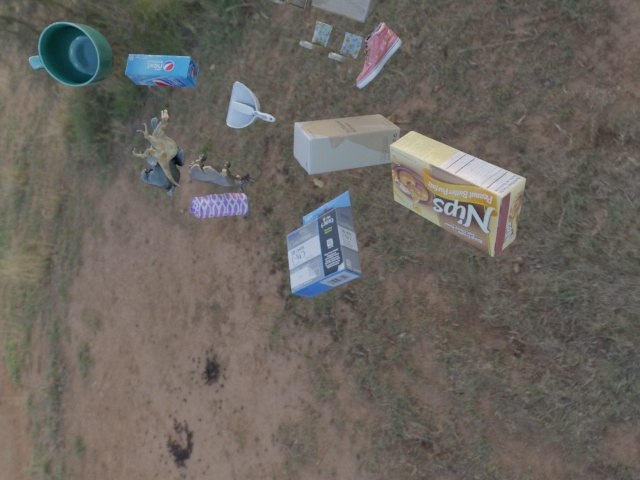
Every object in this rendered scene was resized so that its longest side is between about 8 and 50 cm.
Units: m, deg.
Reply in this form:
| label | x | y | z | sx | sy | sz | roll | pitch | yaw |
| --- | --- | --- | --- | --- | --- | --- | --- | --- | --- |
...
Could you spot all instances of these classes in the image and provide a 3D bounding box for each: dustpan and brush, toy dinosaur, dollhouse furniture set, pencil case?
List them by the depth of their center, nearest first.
| label | x | y | z | sx | sy | sz | roll | pitch | yaw |
| --- | --- | --- | --- | --- | --- | --- | --- | --- | --- |
| toy dinosaur | -0.370 | -0.200 | 0.990 | 0.053 | 0.093 | 0.183 | -86 | -1 | -61 |
| dollhouse furniture set | -0.016 | -0.800 | 1.372 | 0.394 | 0.257 | 0.362 | 33 | 120 | 28 |
| dustpan and brush | -0.228 | -0.426 | 1.432 | 0.211 | 0.060 | 0.147 | 23 | 110 | 17 |
| pencil case | -0.368 | -0.130 | 1.610 | 0.088 | 0.206 | 0.086 | 6 | 101 | 59 |

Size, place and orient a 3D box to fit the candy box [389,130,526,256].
| label | x | y | z | sx | sy | sz | roll | pitch | yaw |
| --- | --- | --- | --- | --- | --- | --- | --- | --- | --- |
| candy box | 0.310 | -0.117 | 1.035 | 0.088 | 0.182 | 0.316 | -37 | 49 | -20 |

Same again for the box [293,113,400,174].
| label | x | y | z | sx | sy | sz | roll | pitch | yaw |
| --- | --- | --- | --- | --- | --- | --- | --- | --- | --- |
| box | 0.082 | -0.313 | 1.402 | 0.148 | 0.311 | 0.121 | -126 | 32 | -46 |

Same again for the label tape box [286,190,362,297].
| label | x | y | z | sx | sy | sz | roll | pitch | yaw |
| --- | --- | --- | --- | --- | --- | --- | --- | --- | --- |
| label tape box | 0.000 | 0.000 | 1.507 | 0.241 | 0.106 | 0.333 | -28 | 56 | 34 |

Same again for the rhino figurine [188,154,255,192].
| label | x | y | z | sx | sy | sz | roll | pitch | yaw |
| --- | --- | --- | --- | --- | --- | --- | --- | --- | --- |
| rhino figurine | -0.351 | -0.230 | 1.557 | 0.106 | 0.244 | 0.073 | -92 | 20 | -48 |

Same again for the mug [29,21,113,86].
| label | x | y | z | sx | sy | sz | roll | pitch | yaw |
| --- | --- | --- | --- | --- | --- | --- | --- | --- | --- |
| mug | -0.548 | -0.419 | 0.973 | 0.097 | 0.158 | 0.129 | -84 | 17 | -67 |

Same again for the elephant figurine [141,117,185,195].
| label | x | y | z | sx | sy | sz | roll | pitch | yaw |
| --- | --- | --- | --- | --- | --- | --- | --- | --- | --- |
| elephant figurine | -0.630 | -0.337 | 1.741 | 0.186 | 0.169 | 0.239 | 18 | 120 | 2 |

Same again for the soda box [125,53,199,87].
| label | x | y | z | sx | sy | sz | roll | pitch | yaw |
| --- | --- | --- | --- | --- | --- | --- | --- | --- | --- |
| soda box | -0.499 | -0.535 | 1.377 | 0.210 | 0.067 | 0.071 | 6 | 81 | 10 |

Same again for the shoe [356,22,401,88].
| label | x | y | z | sx | sy | sz | roll | pitch | yaw |
| --- | --- | --- | --- | --- | --- | --- | --- | --- | --- |
| shoe | 0.145 | -0.524 | 1.235 | 0.178 | 0.081 | 0.063 | -50 | 23 | 4 |
